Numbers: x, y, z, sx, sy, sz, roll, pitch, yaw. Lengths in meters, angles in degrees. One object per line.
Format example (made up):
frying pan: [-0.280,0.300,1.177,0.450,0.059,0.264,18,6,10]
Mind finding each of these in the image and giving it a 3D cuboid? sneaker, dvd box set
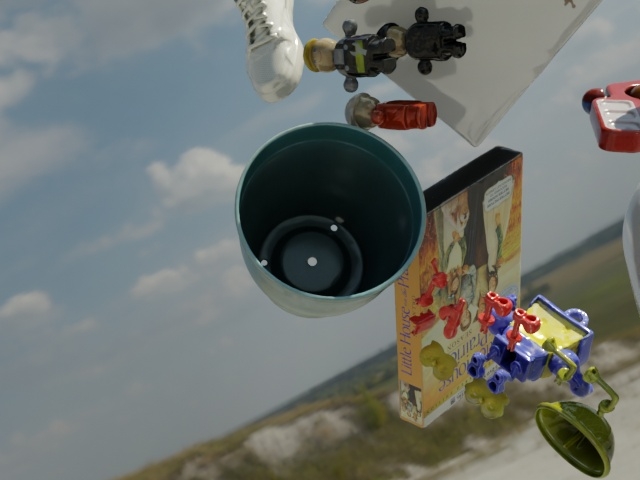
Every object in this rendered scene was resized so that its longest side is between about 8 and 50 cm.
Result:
sneaker: [-0.114,-0.370,1.842,0.108,0.292,0.169,-24,-39,21]
dvd box set: [0.245,0.081,1.988,0.062,0.420,0.308,21,37,38]

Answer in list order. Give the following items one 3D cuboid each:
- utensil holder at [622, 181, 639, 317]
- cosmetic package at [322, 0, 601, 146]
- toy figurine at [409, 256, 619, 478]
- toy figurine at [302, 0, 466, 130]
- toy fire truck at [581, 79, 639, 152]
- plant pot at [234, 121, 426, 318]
utensil holder: [0.553,0.059,1.422,0.328,0.327,0.385,-29,17,17]
cosmetic package: [0.256,-0.420,1.921,0.329,0.327,0.393,-51,3,22]
toy figurine: [0.328,0.142,1.597,0.217,0.362,0.191,-23,-47,-36]
toy figurine: [0.091,-0.276,1.637,0.148,0.213,0.209,8,-24,37]
toy fire truck: [0.579,-0.217,1.923,0.254,0.169,0.302,4,27,4]
plant pot: [0.000,0.000,1.708,0.272,0.271,0.255,-25,-15,-16]
